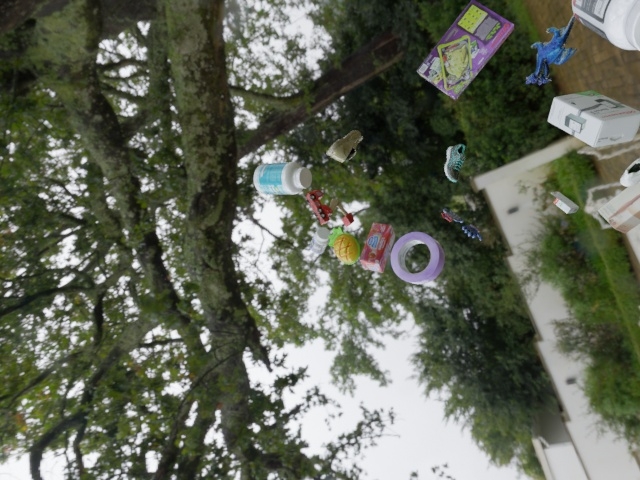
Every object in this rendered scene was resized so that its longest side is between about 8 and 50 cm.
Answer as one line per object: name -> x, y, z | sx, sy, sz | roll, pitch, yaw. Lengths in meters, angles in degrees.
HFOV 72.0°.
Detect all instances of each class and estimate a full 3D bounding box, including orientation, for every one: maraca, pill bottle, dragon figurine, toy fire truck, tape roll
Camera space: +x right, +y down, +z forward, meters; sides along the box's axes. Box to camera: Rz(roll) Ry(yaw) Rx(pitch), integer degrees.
maraca -> 0.102, 0.022, 1.909 | 0.099, 0.127, 0.186 | 1, -141, -51
pill bottle -> 0.890, -0.671, 1.249 | 0.210, 0.210, 0.363 | 50, -153, -32
dragon figurine -> 0.867, -0.696, 1.609 | 0.085, 0.289, 0.144 | -8, -107, -26
toy fire truck -> 0.039, -0.131, 1.811 | 0.135, 0.047, 0.192 | -26, -97, -26
pill bottle -> -0.170, -0.285, 2.029 | 0.146, 0.264, 0.146 | -7, -81, -52
tape roll -> 0.523, 0.095, 2.383 | 0.090, 0.275, 0.275 | 20, -128, -55
pill bottle -> 0.000, 0.000, 2.067 | 0.078, 0.137, 0.078 | 6, -121, -11

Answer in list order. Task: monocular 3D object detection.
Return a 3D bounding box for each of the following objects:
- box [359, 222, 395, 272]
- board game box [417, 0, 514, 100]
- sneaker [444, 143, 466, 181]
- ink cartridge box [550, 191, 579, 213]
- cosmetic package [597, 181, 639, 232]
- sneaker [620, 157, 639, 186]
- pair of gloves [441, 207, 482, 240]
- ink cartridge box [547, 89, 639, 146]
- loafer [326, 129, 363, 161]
box -> 0.335, 0.041, 2.559 | 0.257, 0.122, 0.128 | -68, -28, -20
board game box -> 0.589, -0.779, 1.806 | 0.208, 0.347, 0.056 | 44, -166, 20
sneaker -> 0.538, -0.313, 1.742 | 0.065, 0.076, 0.166 | 16, -112, -24
ink cartridge box -> 1.021, -0.161, 1.857 | 0.063, 0.029, 0.115 | -8, -135, -29
cosmetic package -> 1.472, -0.181, 2.027 | 0.153, 0.296, 0.129 | 9, -136, -35
sneaker -> 0.943, -0.222, 1.277 | 0.054, 0.152, 0.061 | 50, -177, 36
pair of gloves -> 0.571, -0.065, 1.778 | 0.198, 0.023, 0.159 | 40, -155, 17
ink cartridge box -> 1.175, -0.529, 1.895 | 0.289, 0.211, 0.121 | -116, 17, -50
loafer -> 0.119, -0.410, 1.954 | 0.092, 0.102, 0.268 | 50, -137, -2
